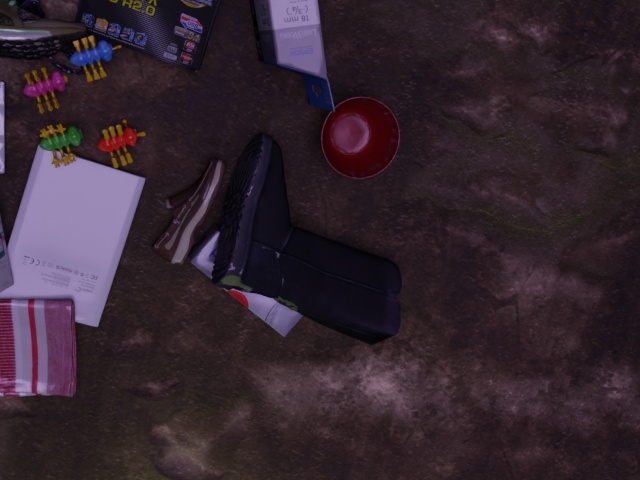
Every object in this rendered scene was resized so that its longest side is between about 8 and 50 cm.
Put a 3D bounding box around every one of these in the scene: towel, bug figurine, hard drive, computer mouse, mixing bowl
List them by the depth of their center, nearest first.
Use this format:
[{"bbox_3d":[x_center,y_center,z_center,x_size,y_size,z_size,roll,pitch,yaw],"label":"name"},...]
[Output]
[{"bbox_3d":[-0.575,-0.439,1.776,0.071,0.041,0.242,-36,115,6],"label":"computer mouse"},{"bbox_3d":[-0.492,-0.280,1.779,0.216,0.072,0.279,-18,118,-15],"label":"bug figurine"},{"bbox_3d":[-0.702,0.237,1.871,0.329,0.037,0.237,0,111,-10],"label":"towel"},{"bbox_3d":[-0.547,-0.008,1.873,0.233,0.047,0.353,17,99,-16],"label":"hard drive"},{"bbox_3d":[0.080,-0.236,1.939,0.181,0.098,0.181,-3,103,-12],"label":"mixing bowl"}]

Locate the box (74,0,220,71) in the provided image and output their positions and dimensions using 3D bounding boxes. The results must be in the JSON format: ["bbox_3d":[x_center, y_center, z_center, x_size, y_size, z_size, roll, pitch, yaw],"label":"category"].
[{"bbox_3d":[-0.345,-0.493,1.759,0.270,0.060,0.216,19,112,-9],"label":"box"}]

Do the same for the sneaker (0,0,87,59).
[{"bbox_3d":[-0.659,-0.460,1.658,0.410,0.158,0.182,3,89,-19],"label":"sneaker"}]

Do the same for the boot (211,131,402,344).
[{"bbox_3d":[-0.001,0.002,1.938,0.445,0.146,0.367,21,70,-25],"label":"boot"}]

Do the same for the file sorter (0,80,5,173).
[{"bbox_3d":[-0.782,-0.225,1.702,0.278,0.173,0.192,2,102,-13],"label":"file sorter"}]

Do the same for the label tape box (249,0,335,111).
[{"bbox_3d":[-0.070,-0.432,1.783,0.106,0.240,0.333,-11,105,-11],"label":"label tape box"}]

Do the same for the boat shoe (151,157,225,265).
[{"bbox_3d":[-0.297,-0.072,1.894,0.095,0.095,0.257,24,97,-11],"label":"boat shoe"}]

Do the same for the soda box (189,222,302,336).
[{"bbox_3d":[-0.162,0.091,1.962,0.286,0.091,0.098,41,91,-18],"label":"soda box"}]

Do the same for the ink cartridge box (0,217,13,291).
[{"bbox_3d":[-0.737,-0.002,1.790,0.134,0.078,0.231,-7,100,5],"label":"ink cartridge box"}]
